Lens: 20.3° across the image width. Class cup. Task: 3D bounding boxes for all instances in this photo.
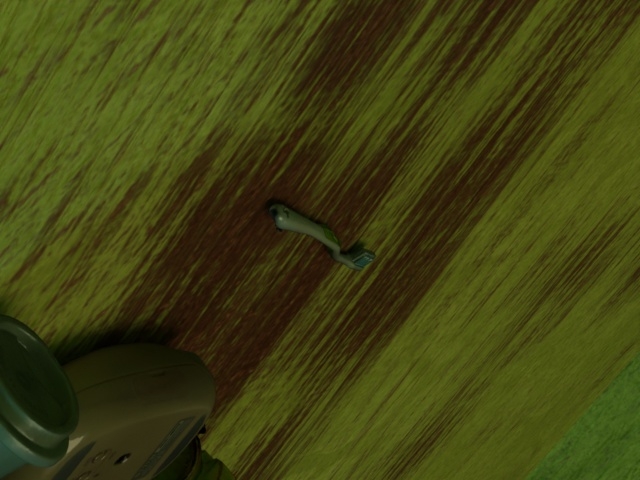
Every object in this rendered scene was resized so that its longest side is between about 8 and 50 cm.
[{"bbox_3d":[-0.252,0.127,1.233,0.141,0.120,0.120,-32,163,14],"label":"cup"}]

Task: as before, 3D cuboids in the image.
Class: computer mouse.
[{"bbox_3d":[-0.181,0.148,1.434,0.145,0.082,0.236,-52,160,24],"label":"computer mouse"}]

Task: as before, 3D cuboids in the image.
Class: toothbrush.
[{"bbox_3d":[0.000,0.000,1.561,0.026,0.022,0.263,-31,163,12],"label":"toothbrush"}]

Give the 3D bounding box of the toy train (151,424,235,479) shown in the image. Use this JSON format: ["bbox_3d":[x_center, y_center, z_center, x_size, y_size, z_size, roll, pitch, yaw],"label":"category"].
[{"bbox_3d":[-0.197,0.275,1.563,0.296,0.160,0.100,-36,166,-18],"label":"toy train"}]
